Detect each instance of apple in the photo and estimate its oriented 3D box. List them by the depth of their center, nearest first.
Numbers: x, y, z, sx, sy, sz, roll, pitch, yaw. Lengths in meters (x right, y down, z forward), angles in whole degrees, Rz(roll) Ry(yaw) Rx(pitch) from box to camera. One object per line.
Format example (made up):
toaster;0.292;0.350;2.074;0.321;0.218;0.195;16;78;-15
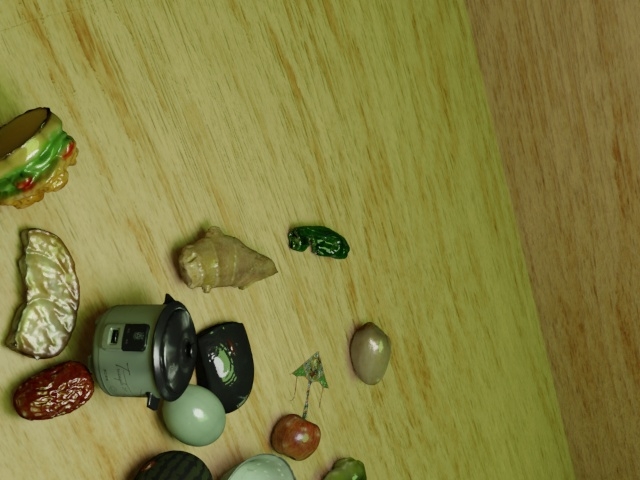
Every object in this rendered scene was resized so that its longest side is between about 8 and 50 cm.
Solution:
apple;-0.076;0.610;2.134;0.146;0.146;0.131;40;71;-39

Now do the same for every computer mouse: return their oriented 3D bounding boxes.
computer mouse;-0.263;0.369;1.960;0.170;0.100;0.269;-17;102;-48

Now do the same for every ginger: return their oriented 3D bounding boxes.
ginger;-0.256;0.068;1.956;0.354;0.126;0.190;19;66;-48

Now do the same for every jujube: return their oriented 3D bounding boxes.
jujube;-0.613;0.349;1.586;0.176;0.109;0.112;-21;69;-37

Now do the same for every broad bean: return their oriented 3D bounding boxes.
broad bean;0.063;0.865;2.297;0.238;0.119;0.291;46;60;-46

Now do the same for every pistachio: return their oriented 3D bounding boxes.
pistachio;0.173;0.392;2.409;0.144;0.144;0.215;2;94;-47

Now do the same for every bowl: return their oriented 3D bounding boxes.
bowl;-0.221;0.754;1.969;0.313;0.146;0.313;1;89;-46

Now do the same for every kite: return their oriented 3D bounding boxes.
kite;-0.037;0.483;2.270;0.198;0.006;0.244;27;70;-44

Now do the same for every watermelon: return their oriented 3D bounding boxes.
watermelon;-0.375;0.641;1.760;0.212;0.212;0.212;0;90;-47

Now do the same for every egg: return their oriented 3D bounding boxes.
egg;-0.337;0.466;1.841;0.192;0.149;0.149;49;56;-32

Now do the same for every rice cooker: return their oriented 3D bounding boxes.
rice cooker;-0.410;0.265;1.665;0.241;0.227;0.280;69;23;-60

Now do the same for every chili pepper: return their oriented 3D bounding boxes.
chili pepper;0.000;0.002;2.261;0.253;0.083;0.099;13;90;-43

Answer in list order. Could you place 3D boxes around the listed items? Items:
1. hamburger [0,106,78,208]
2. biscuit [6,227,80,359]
hamburger;-0.626;-0.167;1.487;0.237;0.237;0.149;-56;131;-31
biscuit;-0.634;0.126;1.601;0.154;0.045;0.299;12;80;-45
